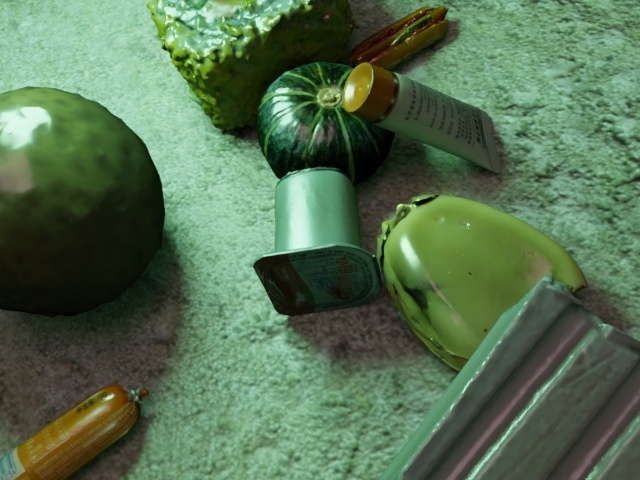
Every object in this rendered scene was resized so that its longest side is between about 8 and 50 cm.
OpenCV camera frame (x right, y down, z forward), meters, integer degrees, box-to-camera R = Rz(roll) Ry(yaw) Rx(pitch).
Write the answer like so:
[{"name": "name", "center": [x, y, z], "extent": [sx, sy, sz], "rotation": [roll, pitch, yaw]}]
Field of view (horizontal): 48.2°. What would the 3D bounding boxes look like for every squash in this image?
[{"name": "squash", "center": [0.009, -0.207, 1.294], "extent": [0.252, 0.165, 0.252], "rotation": [1, 57, -2]}]

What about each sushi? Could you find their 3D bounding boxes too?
[{"name": "sushi", "center": [-0.133, -0.449, 1.412], "extent": [0.397, 0.240, 0.351], "rotation": [-33, 59, -2]}]

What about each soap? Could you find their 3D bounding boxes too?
[{"name": "soap", "center": [0.255, 0.321, 0.872], "extent": [0.350, 0.213, 0.435], "rotation": [41, 77, 3]}]

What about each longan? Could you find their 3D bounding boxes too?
[{"name": "longan", "center": [-0.461, -0.057, 1.210], "extent": [0.391, 0.391, 0.391], "rotation": [-6, 61, 10]}]

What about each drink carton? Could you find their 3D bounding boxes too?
[{"name": "drink carton", "center": [0.000, 0.000, 1.191], "extent": [0.191, 0.185, 0.189], "rotation": [-10, 49, 10]}]

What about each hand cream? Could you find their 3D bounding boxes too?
[{"name": "hand cream", "center": [0.189, -0.218, 1.224], "extent": [0.314, 0.089, 0.139], "rotation": [16, 55, -27]}]

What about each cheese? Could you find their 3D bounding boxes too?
[{"name": "cheese", "center": [0.227, 0.053, 1.130], "extent": [0.316, 0.128, 0.259], "rotation": [39, 72, 19]}]

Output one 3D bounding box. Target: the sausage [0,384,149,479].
[{"name": "sausage", "center": [-0.411, 0.330, 1.142], "extent": [0.312, 0.093, 0.093], "rotation": [-37, 60, -8]}]

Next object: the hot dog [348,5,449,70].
[{"name": "hot dog", "center": [0.161, -0.403, 1.427], "extent": [0.236, 0.062, 0.092], "rotation": [-35, 57, -8]}]
